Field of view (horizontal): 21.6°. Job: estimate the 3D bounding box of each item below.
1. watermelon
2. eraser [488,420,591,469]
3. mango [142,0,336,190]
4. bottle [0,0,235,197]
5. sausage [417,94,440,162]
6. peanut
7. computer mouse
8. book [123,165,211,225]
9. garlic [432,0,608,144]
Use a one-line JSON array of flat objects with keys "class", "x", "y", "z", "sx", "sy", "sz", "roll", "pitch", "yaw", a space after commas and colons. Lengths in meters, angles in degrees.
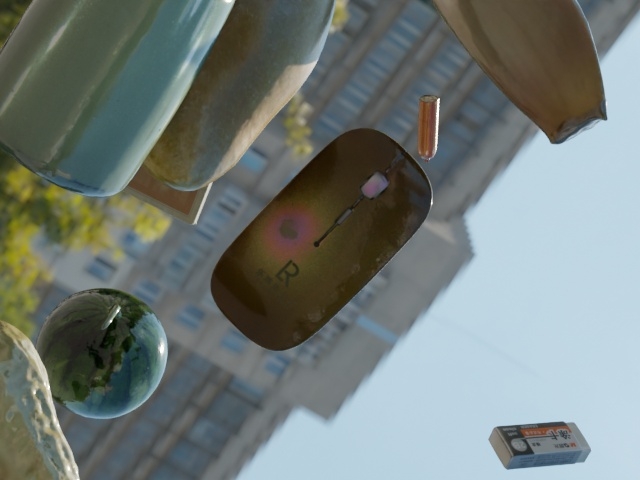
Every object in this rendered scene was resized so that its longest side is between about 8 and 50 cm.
[{"class": "watermelon", "x": -0.310, "y": 0.152, "z": 2.386, "sx": 0.188, "sy": 0.188, "sz": 0.214, "roll": -84, "pitch": -171, "yaw": -50}, {"class": "eraser", "x": 0.269, "y": 0.250, "z": 2.050, "sx": 0.052, "sy": 0.122, "sz": 0.029, "roll": 62, "pitch": -39, "yaw": 41}, {"class": "mango", "x": -0.105, "y": -0.229, "z": 1.796, "sx": 0.199, "sy": 0.221, "sz": 0.384, "roll": 136, "pitch": -29, "yaw": -74}, {"class": "bottle", "x": -0.165, "y": -0.217, "z": 1.520, "sx": 0.347, "sy": 0.168, "sz": 0.168, "roll": -55, "pitch": -160, "yaw": 16}, {"class": "sausage", "x": 0.158, "y": -0.163, "z": 2.469, "sx": 0.031, "sy": 0.031, "sz": 0.107, "roll": -95, "pitch": -177, "yaw": -58}, {"class": "peanut", "x": -0.354, "y": 0.242, "z": 1.887, "sx": 0.152, "sy": 0.313, "sz": 0.152, "roll": -20, "pitch": 178, "yaw": -1}, {"class": "computer mouse", "x": 0.000, "y": 0.000, "z": 2.094, "sx": 0.310, "sy": 0.158, "sz": 0.072, "roll": -45, "pitch": -179, "yaw": 5}, {"class": "book", "x": -0.268, "y": -0.149, "z": 2.604, "sx": 0.170, "sy": 0.242, "sz": 0.018, "roll": -68, "pitch": 163, "yaw": 11}, {"class": "garlic", "x": 0.247, "y": -0.260, "z": 2.052, "sx": 0.143, "sy": 0.318, "sz": 0.112, "roll": -36, "pitch": 162, "yaw": 5}]
